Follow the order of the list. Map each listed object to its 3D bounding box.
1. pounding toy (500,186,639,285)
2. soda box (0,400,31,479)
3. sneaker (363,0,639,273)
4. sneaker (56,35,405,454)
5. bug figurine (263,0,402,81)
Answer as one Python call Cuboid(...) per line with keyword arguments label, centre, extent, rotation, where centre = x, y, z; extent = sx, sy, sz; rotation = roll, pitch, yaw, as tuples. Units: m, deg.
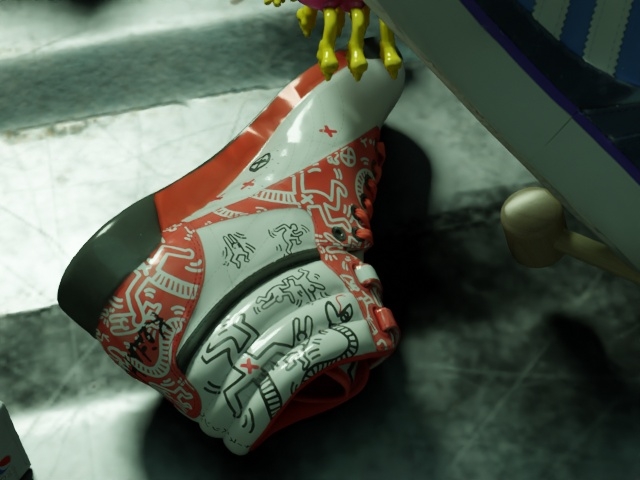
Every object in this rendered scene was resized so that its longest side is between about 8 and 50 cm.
Cuboid(label="pounding toy", centre=(0.203, -0.016, 0.685), extent=(0.206, 0.094, 0.181), rotation=(-14, 57, 6))
Cuboid(label="soda box", centre=(-0.259, 0.077, 0.639), extent=(0.216, 0.069, 0.074), rotation=(26, 58, 19))
Cuboid(label="sneaker", centre=(0.133, -0.167, 0.571), extent=(0.236, 0.130, 0.323), rotation=(-44, 98, 7))
Cuboid(label="sneaker", centre=(-0.001, 0.001, 0.683), extent=(0.145, 0.090, 0.270), rotation=(42, 52, 9))
Cuboid(label="bug figurine", centre=(0.066, -0.170, 0.741), extent=(0.216, 0.072, 0.279), rotation=(-6, 32, -14))
